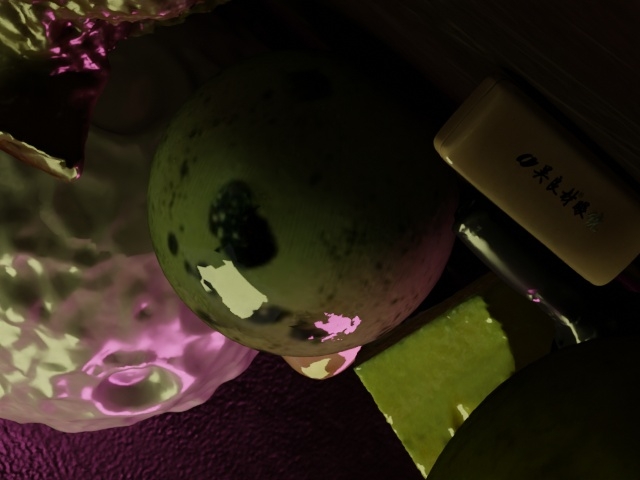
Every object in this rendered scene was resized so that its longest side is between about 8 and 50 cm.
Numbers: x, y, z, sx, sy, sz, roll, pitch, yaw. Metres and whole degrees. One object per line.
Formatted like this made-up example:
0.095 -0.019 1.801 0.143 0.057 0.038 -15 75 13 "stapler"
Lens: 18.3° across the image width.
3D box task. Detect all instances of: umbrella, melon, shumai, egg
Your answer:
0.199 0.085 1.145 0.340 0.118 0.118 42 177 -22 "umbrella"
0.146 0.172 1.267 0.124 0.196 0.323 -13 -107 -46 "melon"
-0.141 -0.130 1.024 0.166 0.175 0.206 38 175 -10 "shumai"
-0.004 -0.023 1.153 0.177 0.177 0.228 37 -165 13 "egg"

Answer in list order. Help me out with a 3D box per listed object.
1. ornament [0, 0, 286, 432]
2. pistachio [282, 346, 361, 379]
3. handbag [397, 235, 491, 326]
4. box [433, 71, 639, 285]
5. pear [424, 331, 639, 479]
-0.151 -0.033 1.373 0.337 0.337 0.337 37 178 1 "ornament"
0.000 0.000 1.554 0.144 0.215 0.144 3 -151 -2 "pistachio"
0.166 0.126 1.512 0.342 0.152 0.288 62 -175 -5 "handbag"
0.104 -0.026 0.892 0.115 0.048 0.025 39 -175 -30 "box"
0.169 0.174 1.009 0.253 0.253 0.307 38 141 -14 "pear"
